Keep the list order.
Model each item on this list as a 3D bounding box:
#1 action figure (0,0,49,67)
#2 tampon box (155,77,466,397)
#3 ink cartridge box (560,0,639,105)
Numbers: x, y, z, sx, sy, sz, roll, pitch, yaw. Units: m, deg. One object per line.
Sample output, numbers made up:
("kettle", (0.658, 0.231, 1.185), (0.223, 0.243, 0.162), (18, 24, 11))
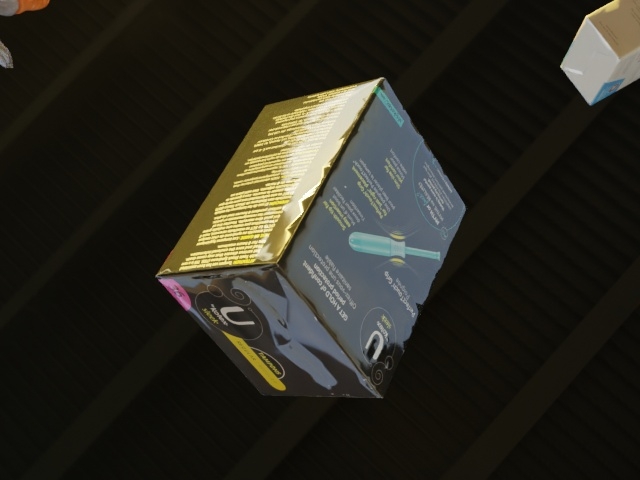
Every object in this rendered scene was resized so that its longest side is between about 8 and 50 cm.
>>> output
("action figure", (-0.258, -0.311, 0.895), (0.341, 0.178, 0.330), (-6, -133, 50))
("tampon box", (0.000, 0.000, 0.590), (0.101, 0.120, 0.161), (-7, -138, 40))
("ink cartridge box", (0.356, -0.229, 1.003), (0.180, 0.104, 0.060), (-30, -106, -12))
